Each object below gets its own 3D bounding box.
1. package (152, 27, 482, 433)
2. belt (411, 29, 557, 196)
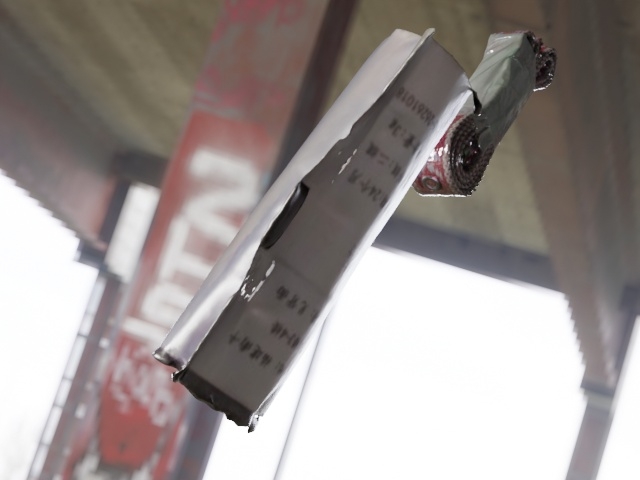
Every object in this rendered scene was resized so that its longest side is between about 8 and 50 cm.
[{"bbox_3d":[0.000,0.000,0.938,0.062,0.204,0.251,35,-4,3],"label":"package"},{"bbox_3d":[0.145,-0.118,1.612,0.053,0.232,0.071,0,-56,33],"label":"belt"}]
